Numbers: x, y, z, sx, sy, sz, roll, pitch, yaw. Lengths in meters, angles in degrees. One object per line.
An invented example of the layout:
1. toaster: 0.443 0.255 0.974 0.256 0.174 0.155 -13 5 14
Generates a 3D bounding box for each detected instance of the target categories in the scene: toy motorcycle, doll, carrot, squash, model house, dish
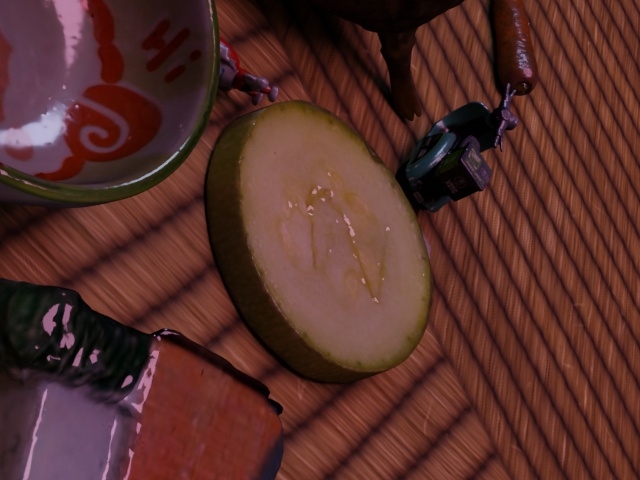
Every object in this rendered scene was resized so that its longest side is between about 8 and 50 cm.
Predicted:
1. toy motorcycle: 0.136 -0.088 1.817 0.058 0.100 0.173 55 34 -16
2. doll: -0.088 -0.150 1.575 0.114 0.039 0.057 36 14 -28
3. carrot: 0.214 -0.242 2.099 0.047 0.047 0.191 34 40 -41
4. squash: 0.000 0.000 1.595 0.252 0.049 0.252 31 47 -40
5. model house: -0.173 0.185 1.130 0.253 0.184 0.291 38 54 -47
6. dish: -0.230 -0.160 1.294 0.324 0.124 0.324 22 57 -38

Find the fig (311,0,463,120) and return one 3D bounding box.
1. fig: 0.077 -0.270 1.743 0.286 0.286 0.369 -65 146 -52

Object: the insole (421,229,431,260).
1. insole: 0.046 -0.007 1.716 0.197 0.004 0.065 13 59 -52
